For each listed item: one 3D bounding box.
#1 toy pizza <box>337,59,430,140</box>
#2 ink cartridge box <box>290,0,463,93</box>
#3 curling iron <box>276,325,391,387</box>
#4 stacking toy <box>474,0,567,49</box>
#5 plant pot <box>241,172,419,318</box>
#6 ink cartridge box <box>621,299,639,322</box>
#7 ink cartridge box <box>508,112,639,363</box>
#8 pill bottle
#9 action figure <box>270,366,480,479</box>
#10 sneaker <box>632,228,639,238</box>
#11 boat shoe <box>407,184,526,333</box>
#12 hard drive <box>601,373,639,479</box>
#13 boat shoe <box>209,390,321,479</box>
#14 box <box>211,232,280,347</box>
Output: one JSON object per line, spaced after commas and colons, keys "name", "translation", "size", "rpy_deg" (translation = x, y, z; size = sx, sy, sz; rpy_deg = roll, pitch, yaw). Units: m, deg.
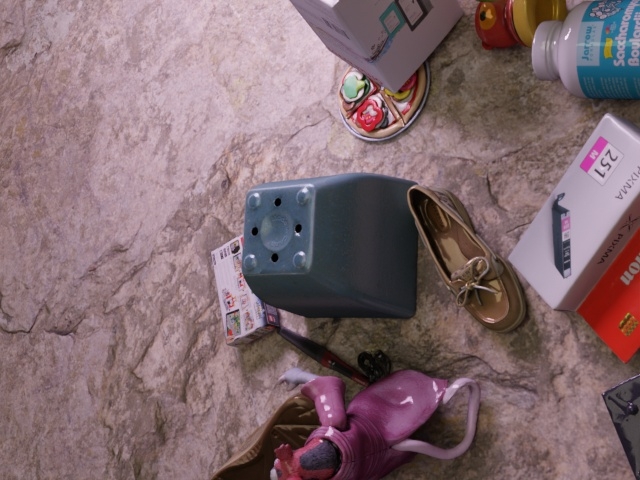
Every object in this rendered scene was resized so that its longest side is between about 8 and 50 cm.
{"name": "toy pizza", "translation": [0.109, -0.284, 1.552], "size": [0.201, 0.032, 0.201], "rpy_deg": [-8, 77, 35]}
{"name": "ink cartridge box", "translation": [0.078, -0.429, 1.434], "size": [0.197, 0.270, 0.198], "rpy_deg": [-49, 56, 0]}
{"name": "curling iron", "translation": [0.021, 0.205, 1.527], "size": [0.274, 0.035, 0.068], "rpy_deg": [15, 69, 42]}
{"name": "stacking toy", "translation": [0.273, -0.470, 1.328], "size": [0.130, 0.279, 0.309], "rpy_deg": [4, 85, 47]}
{"name": "plant pot", "translation": [0.000, 0.000, 1.442], "size": [0.248, 0.252, 0.247], "rpy_deg": [-3, 79, 35]}
{"name": "ink cartridge box", "translation": [0.481, 0.095, 1.199], "size": [0.083, 0.048, 0.028], "rpy_deg": [-23, 69, 32]}
{"name": "ink cartridge box", "translation": [0.420, -0.003, 1.194], "size": [0.275, 0.060, 0.239], "rpy_deg": [-61, 39, 25]}
{"name": "pill bottle", "translation": [0.452, -0.280, 1.231], "size": [0.264, 0.146, 0.146], "rpy_deg": [8, 86, 37]}
{"name": "action figure", "translation": [0.055, 0.326, 1.262], "size": [0.275, 0.370, 0.248], "rpy_deg": [3, 91, 27]}
{"name": "sneaker", "translation": [0.509, -0.047, 1.208], "size": [0.073, 0.063, 0.162], "rpy_deg": [35, 111, 25]}
{"name": "boat shoe", "translation": [0.228, 0.029, 1.371], "size": [0.104, 0.089, 0.285], "rpy_deg": [-44, 59, 21]}
{"name": "hard drive", "translation": [0.532, 0.237, 1.131], "size": [0.254, 0.054, 0.172], "rpy_deg": [-29, 65, 28]}
{"name": "boat shoe", "translation": [-0.095, 0.407, 1.526], "size": [0.121, 0.110, 0.341], "rpy_deg": [43, 104, 4]}
{"name": "box", "translation": [-0.151, 0.094, 1.656], "size": [0.114, 0.036, 0.207], "rpy_deg": [-28, 60, 29]}
